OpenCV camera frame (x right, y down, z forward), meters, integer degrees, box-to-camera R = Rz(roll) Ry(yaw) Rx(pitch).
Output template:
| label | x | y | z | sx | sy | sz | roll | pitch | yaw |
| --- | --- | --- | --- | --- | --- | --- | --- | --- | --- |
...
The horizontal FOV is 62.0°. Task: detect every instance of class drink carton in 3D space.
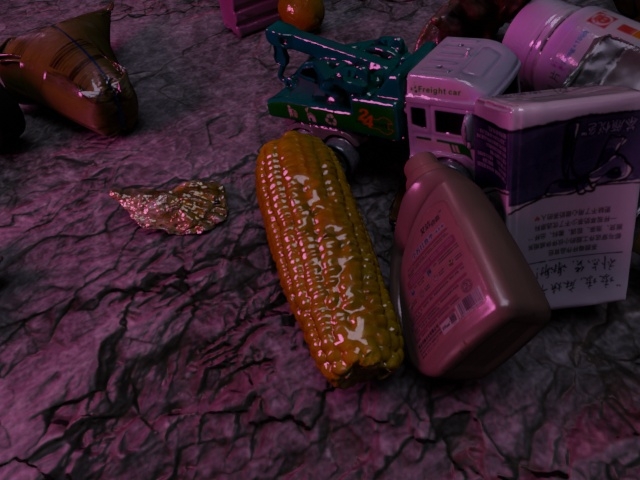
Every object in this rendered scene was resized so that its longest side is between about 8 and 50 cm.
| label | x | y | z | sx | sy | sz | roll | pitch | yaw |
| --- | --- | --- | --- | --- | --- | --- | --- | --- | --- |
| drink carton | 0.242 | -0.041 | 0.561 | 0.134 | 0.222 | 0.102 | -8 | 21 | -3 |

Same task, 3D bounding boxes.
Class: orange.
| label | x | y | z | sx | sy | sz | roll | pitch | yaw |
| --- | --- | --- | --- | --- | --- | --- | --- | --- | --- |
| orange | -0.035 | -0.447 | 1.032 | 0.095 | 0.085 | 0.085 | 37 | 59 | 5 |

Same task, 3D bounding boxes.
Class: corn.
| label | x | y | z | sx | sy | sz | roll | pitch | yaw |
| --- | --- | --- | --- | --- | --- | --- | --- | --- | --- |
| corn | 0.000 | 0.000 | 0.620 | 0.121 | 0.120 | 0.363 | -15 | 50 | -8 |

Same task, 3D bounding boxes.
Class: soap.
| label | x | y | z | sx | sy | sz | roll | pitch | yaw |
| --- | --- | --- | --- | --- | --- | --- | --- | --- | --- |
| soap | -0.100 | -0.497 | 1.056 | 0.203 | 0.122 | 0.065 | -27 | 53 | -19 |

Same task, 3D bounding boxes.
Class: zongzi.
| label | x | y | z | sx | sy | sz | roll | pitch | yaw |
| --- | --- | --- | --- | --- | --- | --- | --- | --- | --- |
| zongzi | -0.369 | -0.315 | 0.927 | 0.260 | 0.123 | 0.289 | 23 | 51 | 17 |

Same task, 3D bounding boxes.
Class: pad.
| label | x | y | z | sx | sy | sz | roll | pitch | yaw |
| --- | --- | --- | --- | --- | --- | --- | --- | --- | --- |
| pad | 0.359 | -0.128 | 0.667 | 0.174 | 0.022 | 0.233 | 38 | 97 | 18 |

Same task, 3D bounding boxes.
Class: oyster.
| label | x | y | z | sx | sy | sz | roll | pitch | yaw |
| --- | --- | --- | --- | --- | --- | --- | --- | --- | --- |
| oyster | -0.197 | -0.053 | 0.741 | 0.146 | 0.045 | 0.122 | 24 | 41 | 23 |

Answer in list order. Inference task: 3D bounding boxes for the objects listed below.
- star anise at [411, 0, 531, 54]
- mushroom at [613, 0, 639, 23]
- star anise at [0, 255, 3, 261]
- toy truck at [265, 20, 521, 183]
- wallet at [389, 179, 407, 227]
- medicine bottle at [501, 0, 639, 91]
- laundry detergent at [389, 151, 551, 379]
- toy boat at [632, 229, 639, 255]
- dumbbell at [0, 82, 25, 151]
| label | x | y | z | sx | sy | sz | roll | pitch | yaw |
| --- | --- | --- | --- | --- | --- | --- | --- | --- | --- |
| star anise | 0.267 | -0.376 | 0.889 | 0.109 | 0.292 | 0.349 | 48 | 37 | 1 |
| mushroom | 0.624 | -0.442 | 0.903 | 0.138 | 0.194 | 0.231 | -38 | 67 | -24 |
| star anise | -0.480 | 0.058 | 0.639 | 0.197 | 0.073 | 0.212 | -26 | 55 | -12 |
| toy truck | 0.083 | -0.185 | 0.718 | 0.364 | 0.178 | 0.176 | 21 | 53 | 30 |
| wallet | 0.181 | -0.032 | 0.694 | 0.176 | 0.026 | 0.095 | 12 | 45 | 12 |
| medicine bottle | 0.404 | -0.254 | 0.786 | 0.152 | 0.152 | 0.254 | -30 | 52 | -20 |
| laundry detergent | 0.120 | 0.026 | 0.560 | 0.076 | 0.171 | 0.237 | 9 | 43 | -27 |
| toy boat | 0.473 | -0.057 | 0.633 | 0.310 | 0.115 | 0.089 | -39 | 57 | -23 |
| dumbbell | -0.568 | -0.152 | 0.776 | 0.153 | 0.152 | 0.218 | 15 | 52 | 17 |
